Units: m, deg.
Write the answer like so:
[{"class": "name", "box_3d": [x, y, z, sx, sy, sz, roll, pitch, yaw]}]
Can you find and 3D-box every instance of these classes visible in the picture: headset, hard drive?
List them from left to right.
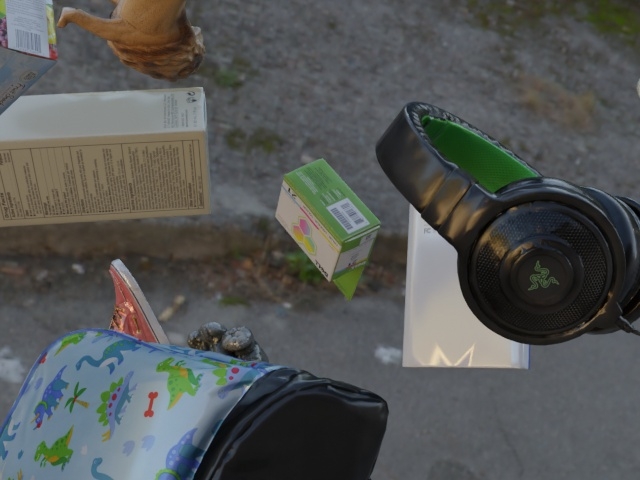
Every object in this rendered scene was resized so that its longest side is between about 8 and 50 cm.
[{"class": "hard drive", "box_3d": [0.235, 0.045, 1.734, 0.210, 0.318, 0.040, -4, -12, 34]}, {"class": "headset", "box_3d": [0.194, 0.039, 0.927, 0.394, 0.185, 0.243, 44, 21, 24]}]

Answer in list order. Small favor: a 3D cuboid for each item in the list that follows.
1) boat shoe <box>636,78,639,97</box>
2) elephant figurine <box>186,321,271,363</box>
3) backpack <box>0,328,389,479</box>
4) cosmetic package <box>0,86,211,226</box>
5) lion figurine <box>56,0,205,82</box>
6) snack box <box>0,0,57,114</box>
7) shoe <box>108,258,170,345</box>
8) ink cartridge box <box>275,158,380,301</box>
[{"class": "boat shoe", "box_3d": [0.539, -0.161, 1.478, 0.095, 0.079, 0.254, -28, 67, -15]}, {"class": "elephant figurine", "box_3d": [-0.178, 0.277, 1.880, 0.186, 0.169, 0.239, 5, 54, 1]}, {"class": "backpack", "box_3d": [-0.146, 0.218, 1.024, 0.273, 0.290, 0.355, 25, -6, -25]}, {"class": "cosmetic package", "box_3d": [-0.312, -0.117, 1.529, 0.310, 0.160, 0.113, -2, 43, -5]}, {"class": "lion figurine", "box_3d": [-0.247, -0.384, 1.632, 0.240, 0.392, 0.142, 17, 61, -18]}, {"class": "snack box", "box_3d": [-0.344, -0.238, 1.107, 0.070, 0.174, 0.207, 8, 64, -42]}, {"class": "shoe", "box_3d": [-0.323, 0.124, 1.798, 0.081, 0.178, 0.063, -30, 13, -13]}, {"class": "ink cartridge box", "box_3d": [0.000, 0.000, 2.103, 0.097, 0.255, 0.189, -25, 61, -30]}]
